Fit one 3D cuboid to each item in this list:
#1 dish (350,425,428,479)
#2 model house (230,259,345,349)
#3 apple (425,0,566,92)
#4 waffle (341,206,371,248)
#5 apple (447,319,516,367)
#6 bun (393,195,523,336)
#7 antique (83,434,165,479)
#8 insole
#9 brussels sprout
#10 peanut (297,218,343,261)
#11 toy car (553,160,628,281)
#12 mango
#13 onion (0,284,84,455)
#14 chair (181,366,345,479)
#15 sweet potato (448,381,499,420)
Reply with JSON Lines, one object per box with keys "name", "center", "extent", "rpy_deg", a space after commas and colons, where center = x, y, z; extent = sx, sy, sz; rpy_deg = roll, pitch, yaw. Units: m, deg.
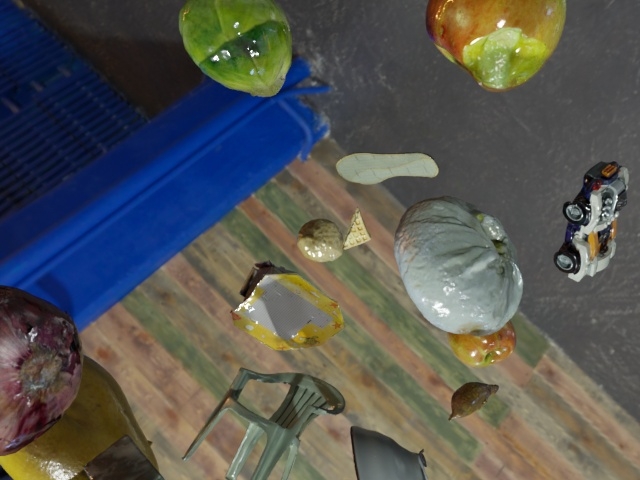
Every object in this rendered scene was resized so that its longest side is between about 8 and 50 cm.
{"name": "dish", "center": [0.141, 0.438, 1.148], "extent": [0.316, 0.106, 0.317], "rpy_deg": [-17, -90, -85]}
{"name": "model house", "center": [-0.060, 0.125, 1.562], "extent": [0.219, 0.136, 0.207], "rpy_deg": [32, 121, -18]}
{"name": "apple", "center": [0.433, -0.546, 1.748], "extent": [0.339, 0.339, 0.340], "rpy_deg": [31, 146, 24]}
{"name": "waffle", "center": [0.092, -0.035, 2.148], "extent": [0.153, 0.097, 0.023], "rpy_deg": [64, -170, -50]}
{"name": "apple", "center": [0.473, 0.278, 2.121], "extent": [0.195, 0.196, 0.196], "rpy_deg": [31, 146, 24]}
{"name": "bun", "center": [0.327, 0.050, 1.641], "extent": [0.211, 0.362, 0.362], "rpy_deg": [-31, 101, 35]}
{"name": "antique", "center": [-0.284, 0.387, 1.098], "extent": [0.183, 0.086, 0.088], "rpy_deg": [16, 137, 56]}
{"name": "insole", "center": [0.171, -0.197, 1.934], "extent": [0.348, 0.009, 0.119], "rpy_deg": [2, 141, 44]}
{"name": "brussels sprout", "center": [-0.169, -0.434, 1.551], "extent": [0.271, 0.219, 0.210], "rpy_deg": [46, -161, -52]}
{"name": "peanut", "center": [0.000, 0.000, 2.330], "extent": [0.109, 0.159, 0.141], "rpy_deg": [128, 134, -59]}
{"name": "toy car", "center": [0.662, -0.048, 1.730], "extent": [0.118, 0.193, 0.301], "rpy_deg": [32, 140, 33]}
{"name": "mango", "center": [-0.538, 0.426, 1.571], "extent": [0.445, 0.301, 0.220], "rpy_deg": [41, 133, 0]}
{"name": "onion", "center": [-0.474, 0.184, 1.035], "extent": [0.219, 0.252, 0.252], "rpy_deg": [-1, 126, 39]}
{"name": "chair", "center": [-0.097, 0.372, 1.419], "extent": [0.203, 0.275, 0.190], "rpy_deg": [22, 164, 37]}
{"name": "sweet potato", "center": [0.348, 0.341, 1.593], "extent": [0.068, 0.226, 0.068], "rpy_deg": [8, 104, 38]}
